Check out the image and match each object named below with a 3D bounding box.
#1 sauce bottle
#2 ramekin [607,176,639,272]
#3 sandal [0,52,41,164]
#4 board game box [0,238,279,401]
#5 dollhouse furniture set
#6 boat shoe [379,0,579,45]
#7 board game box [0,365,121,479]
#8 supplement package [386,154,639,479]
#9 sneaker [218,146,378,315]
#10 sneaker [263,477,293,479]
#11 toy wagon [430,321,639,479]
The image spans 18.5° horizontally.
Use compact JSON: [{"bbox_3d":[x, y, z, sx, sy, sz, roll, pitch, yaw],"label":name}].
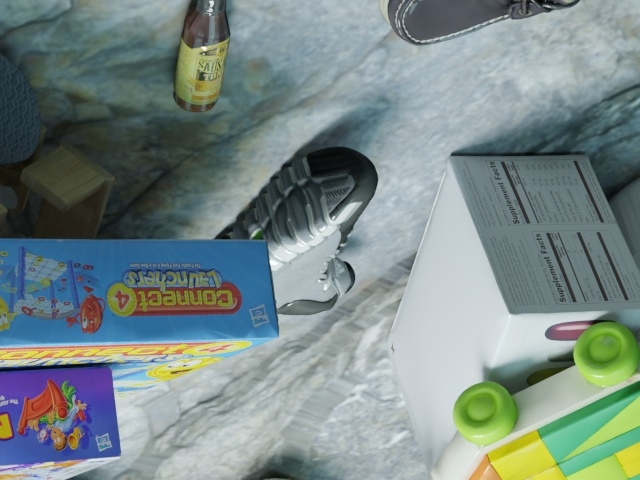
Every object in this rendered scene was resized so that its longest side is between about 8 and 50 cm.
[{"bbox_3d":[-0.096,-0.164,1.623,0.042,0.042,0.128,-4,138,-15],"label":"sauce bottle"},{"bbox_3d":[0.373,0.035,1.929,0.272,0.127,0.273,-10,138,-9],"label":"ramekin"},{"bbox_3d":[-0.342,-0.129,1.562,0.254,0.054,0.097,18,87,-21],"label":"sandal"},{"bbox_3d":[-0.244,0.076,1.656,0.308,0.086,0.302,0,166,-34],"label":"board game box"},{"bbox_3d":[-0.285,-0.018,1.634,0.151,0.144,0.123,-38,158,-45],"label":"dollhouse furniture set"},{"bbox_3d":[0.184,-0.233,1.607,0.285,0.092,0.103,-25,138,8],"label":"boat shoe"},{"bbox_3d":[-0.350,0.184,1.687,0.233,0.078,0.347,-1,166,-31],"label":"board game box"},{"bbox_3d":[0.180,0.082,1.856,0.145,0.204,0.262,-1,136,-17],"label":"supplement package"},{"bbox_3d":[0.000,0.000,1.810,0.132,0.086,0.228,19,137,-40],"label":"sneaker"},{"bbox_3d":[-0.109,0.324,2.050,0.292,0.108,0.169,-11,144,-53],"label":"sneaker"},{"bbox_3d":[0.208,0.211,1.798,0.344,0.068,0.267,-27,139,8],"label":"toy wagon"}]
